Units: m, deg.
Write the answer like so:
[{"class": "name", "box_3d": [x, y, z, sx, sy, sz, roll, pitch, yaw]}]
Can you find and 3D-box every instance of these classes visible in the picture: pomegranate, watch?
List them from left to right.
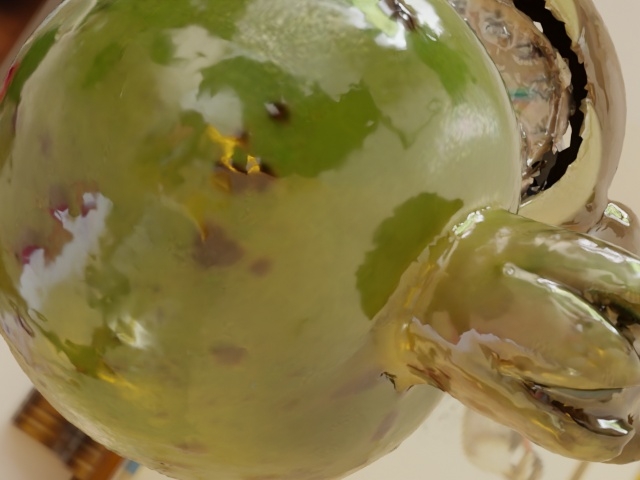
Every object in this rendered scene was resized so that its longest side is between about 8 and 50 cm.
[{"class": "pomegranate", "box_3d": [0.000, 0.000, 0.408, 0.202, 0.248, 0.202, -38, 143, -37]}, {"class": "watch", "box_3d": [0.023, -0.069, 0.906, 0.335, 0.314, 0.327, -14, 176, -22]}]
